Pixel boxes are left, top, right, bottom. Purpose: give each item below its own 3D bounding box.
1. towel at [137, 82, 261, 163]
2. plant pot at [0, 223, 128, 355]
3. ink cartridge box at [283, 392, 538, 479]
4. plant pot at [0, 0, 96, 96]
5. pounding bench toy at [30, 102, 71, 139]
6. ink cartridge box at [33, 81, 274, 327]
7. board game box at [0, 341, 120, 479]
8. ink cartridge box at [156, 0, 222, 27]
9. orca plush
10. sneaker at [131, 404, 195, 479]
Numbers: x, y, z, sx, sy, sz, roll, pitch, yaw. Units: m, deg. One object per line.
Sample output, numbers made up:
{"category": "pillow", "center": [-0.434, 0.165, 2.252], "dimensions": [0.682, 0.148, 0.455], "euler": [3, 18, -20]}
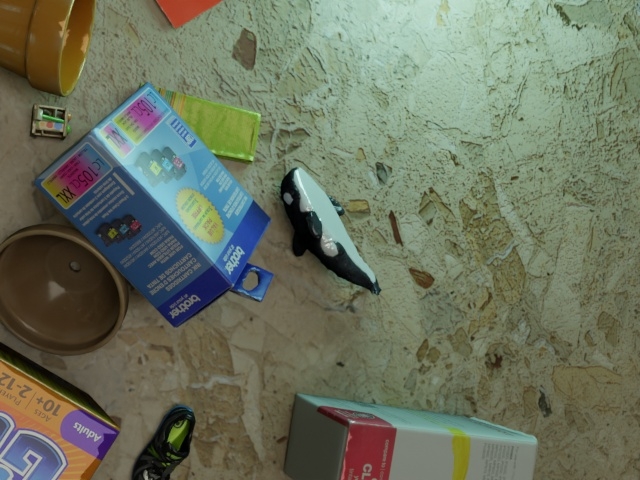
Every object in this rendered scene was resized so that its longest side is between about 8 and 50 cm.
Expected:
{"category": "towel", "center": [-0.228, -0.214, 1.774], "dimensions": [0.237, 0.021, 0.102], "euler": [11, 86, -20]}
{"category": "plant pot", "center": [-0.430, 0.068, 1.623], "dimensions": [0.237, 0.110, 0.237], "euler": [3, 116, 5]}
{"category": "ink cartridge box", "center": [0.162, 0.402, 1.776], "dimensions": [0.384, 0.279, 0.160], "euler": [10, 86, -20]}
{"category": "plant pot", "center": [-0.493, -0.360, 1.595], "dimensions": [0.188, 0.205, 0.205], "euler": [14, 84, -4]}
{"category": "pounding bench toy", "center": [-0.461, -0.205, 1.652], "dimensions": [0.065, 0.083, 0.052], "euler": [5, 87, -20]}
{"category": "ink cartridge box", "center": [-0.247, -0.042, 1.626], "dimensions": [0.151, 0.270, 0.395], "euler": [-34, 106, 25]}
{"category": "board game box", "center": [-0.572, 0.324, 1.458], "dimensions": [0.356, 0.356, 0.356], "euler": [35, 78, -17]}
{"category": "ink cartridge box", "center": [-0.186, -0.618, 1.758], "dimensions": [0.385, 0.091, 0.308], "euler": [-36, 101, -18]}
{"category": "orca plush", "center": [0.000, 0.000, 1.843], "dimensions": [0.287, 0.102, 0.151], "euler": [47, 29, -24]}
{"category": "sneaker", "center": [-0.279, 0.384, 1.717], "dimensions": [0.067, 0.078, 0.188], "euler": [30, 80, -18]}
